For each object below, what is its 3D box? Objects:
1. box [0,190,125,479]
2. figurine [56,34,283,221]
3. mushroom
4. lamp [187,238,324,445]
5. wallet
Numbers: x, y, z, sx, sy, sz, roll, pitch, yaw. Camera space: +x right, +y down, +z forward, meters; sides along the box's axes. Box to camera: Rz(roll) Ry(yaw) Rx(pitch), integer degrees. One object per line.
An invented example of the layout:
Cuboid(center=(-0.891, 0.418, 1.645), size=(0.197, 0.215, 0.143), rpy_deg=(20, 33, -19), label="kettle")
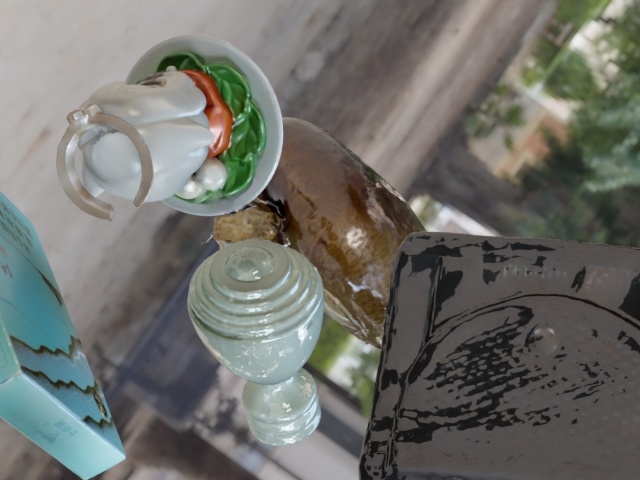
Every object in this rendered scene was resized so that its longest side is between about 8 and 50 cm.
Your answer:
Cuboid(center=(-0.219, 0.042, 1.061), size=(0.041, 0.229, 0.162), rpy_deg=(-30, 146, 3), label="box")
Cuboid(center=(-0.108, -0.062, 0.993), size=(0.132, 0.132, 0.153), rpy_deg=(-56, 169, 24), label="figurine")
Cuboid(center=(0.006, -0.012, 1.550), size=(0.163, 0.297, 0.278), rpy_deg=(-52, 145, 7), label="mushroom")
Cuboid(center=(-0.042, 0.082, 1.186), size=(0.106, 0.106, 0.193), rpy_deg=(-53, 145, -38), label="lamp")
Cuboid(center=(0.139, 0.151, 0.985), size=(0.041, 0.247, 0.323), rpy_deg=(37, 59, -60), label="wallet")
